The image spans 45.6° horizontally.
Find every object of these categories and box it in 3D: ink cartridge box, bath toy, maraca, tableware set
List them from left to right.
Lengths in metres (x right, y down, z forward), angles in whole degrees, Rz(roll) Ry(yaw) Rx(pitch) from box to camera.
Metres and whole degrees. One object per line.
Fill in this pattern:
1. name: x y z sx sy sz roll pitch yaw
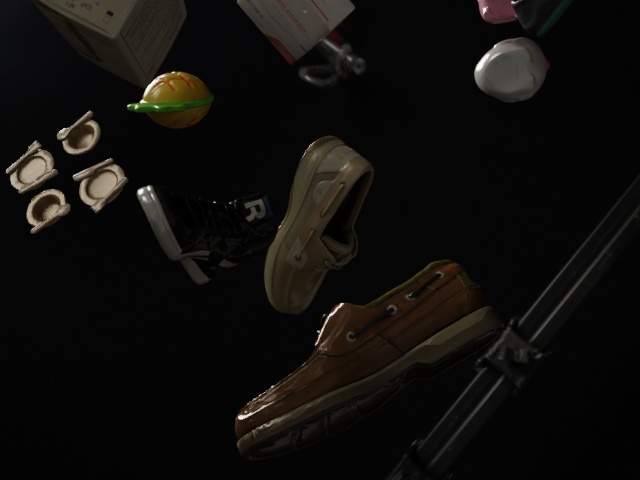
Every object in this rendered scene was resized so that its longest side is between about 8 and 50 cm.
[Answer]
1. tableware set: -0.330 -0.085 0.981 0.141 0.020 0.169 -33 -123 -3
2. maraca: -0.261 -0.245 1.347 0.127 0.186 0.099 0 -72 16
3. ink cartridge box: -0.030 -0.302 0.959 0.067 0.198 0.115 -44 -77 -10
4. bath toy: 0.304 -0.389 1.153 0.151 0.129 0.348 2 -71 15

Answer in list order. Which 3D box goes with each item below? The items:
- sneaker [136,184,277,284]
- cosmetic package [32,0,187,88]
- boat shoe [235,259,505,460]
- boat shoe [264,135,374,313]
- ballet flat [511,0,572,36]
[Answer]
1. sneaker: -0.111 -0.027 0.817 0.121 0.217 0.079 -26 -107 -3
2. cosmetic package: -0.290 -0.337 1.083 0.129 0.296 0.153 27 -94 -4
3. boat shoe: 0.039 0.123 0.806 0.307 0.111 0.104 -24 -114 -15
4. boat shoe: 0.000 0.000 1.115 0.098 0.109 0.302 36 -55 27
5. ballet flat: 0.286 -0.315 0.852 0.074 0.203 0.074 12 -121 -22
